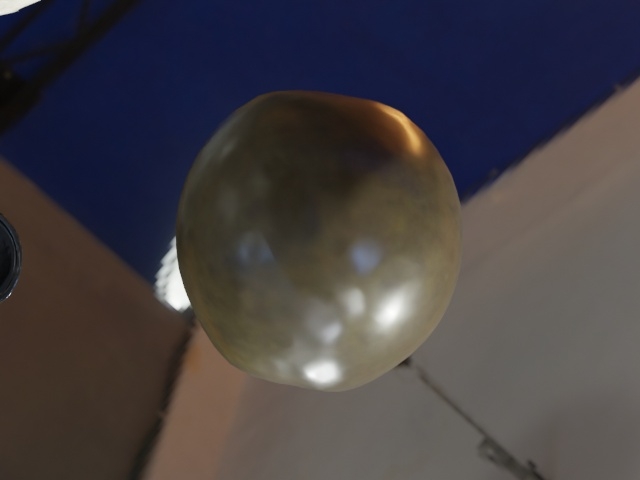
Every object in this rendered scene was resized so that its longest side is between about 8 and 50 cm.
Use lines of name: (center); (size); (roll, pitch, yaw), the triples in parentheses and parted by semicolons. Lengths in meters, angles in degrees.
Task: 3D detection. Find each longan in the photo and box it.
longan: (-0.001, 0.001, 1.633); (0.297, 0.297, 0.297); (-41, -160, 19)

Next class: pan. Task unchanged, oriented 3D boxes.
pan: (-0.416, 0.071, 1.965); (0.028, 0.136, 0.235); (102, -13, -80)

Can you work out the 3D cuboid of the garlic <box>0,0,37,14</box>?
garlic: (-0.246, -0.259, 1.225); (0.281, 0.203, 0.185); (-48, 174, -48)
